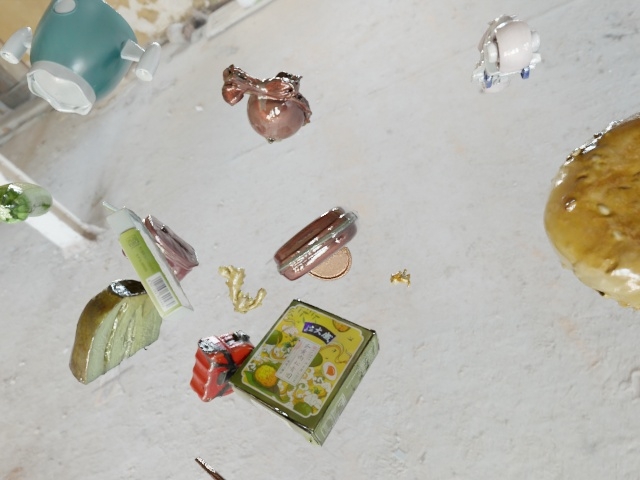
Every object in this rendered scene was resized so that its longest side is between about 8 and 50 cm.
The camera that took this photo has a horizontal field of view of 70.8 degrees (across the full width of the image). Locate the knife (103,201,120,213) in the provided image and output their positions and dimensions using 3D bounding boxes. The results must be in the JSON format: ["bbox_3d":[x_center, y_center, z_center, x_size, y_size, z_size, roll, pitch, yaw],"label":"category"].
[{"bbox_3d":[-0.641,-0.055,1.616,0.061,0.343,0.026,10,70,35],"label":"knife"}]

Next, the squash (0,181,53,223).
[{"bbox_3d":[-0.576,-0.075,0.867,0.068,0.077,0.219,-17,15,-13],"label":"squash"}]

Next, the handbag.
[{"bbox_3d":[-0.496,0.033,1.416,0.135,0.225,0.146,-41,33,4],"label":"handbag"}]

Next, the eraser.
[{"bbox_3d":[-0.121,0.018,0.322,0.019,0.038,0.083,-33,79,-9],"label":"eraser"}]

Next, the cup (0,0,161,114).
[{"bbox_3d":[-0.446,-0.333,0.828,0.300,0.167,0.173,10,65,7],"label":"cup"}]

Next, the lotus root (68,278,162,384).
[{"bbox_3d":[-0.598,0.225,1.294,0.150,0.260,0.267,28,30,17],"label":"lotus root"}]

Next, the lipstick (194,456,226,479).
[{"bbox_3d":[-0.362,0.754,1.474,0.177,0.027,0.027,7,56,47],"label":"lipstick"}]

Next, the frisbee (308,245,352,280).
[{"bbox_3d":[0.016,0.075,1.991,0.251,0.250,0.021,-15,26,21],"label":"frisbee"}]

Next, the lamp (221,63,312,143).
[{"bbox_3d":[-0.129,-0.347,1.129,0.215,0.223,0.150,-2,49,-2],"label":"lamp"}]

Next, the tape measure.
[{"bbox_3d":[-0.344,0.449,1.640,0.114,0.261,0.253,34,118,36],"label":"tape measure"}]

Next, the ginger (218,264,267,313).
[{"bbox_3d":[-0.283,0.180,1.598,0.052,0.194,0.176,-130,57,-71],"label":"ginger"}]

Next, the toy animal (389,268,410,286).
[{"bbox_3d":[0.273,0.139,1.552,0.061,0.083,0.081,-17,62,-36],"label":"toy animal"}]

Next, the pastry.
[{"bbox_3d":[0.501,-0.043,0.675,0.316,0.184,0.284,-33,67,8],"label":"pastry"}]

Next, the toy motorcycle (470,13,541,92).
[{"bbox_3d":[0.302,-0.314,0.752,0.113,0.112,0.254,-21,4,16],"label":"toy motorcycle"}]

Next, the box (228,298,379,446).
[{"bbox_3d":[-0.051,0.444,1.596,0.373,0.138,0.420,17,52,32],"label":"box"}]

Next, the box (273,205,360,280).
[{"bbox_3d":[0.000,0.000,1.299,0.263,0.108,0.404,-37,0,9],"label":"box"}]
